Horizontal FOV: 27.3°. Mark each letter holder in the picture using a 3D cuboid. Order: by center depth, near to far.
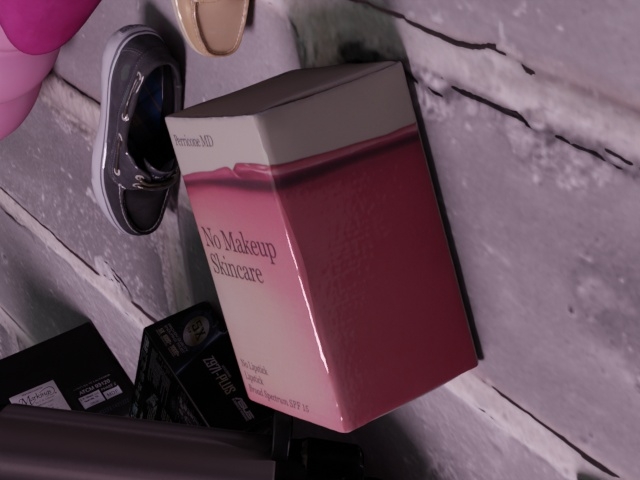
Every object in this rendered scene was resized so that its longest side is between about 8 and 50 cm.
[{"bbox_3d":[-0.388,0.272,1.637,0.152,0.301,0.214,50,148,28],"label":"letter holder"}]

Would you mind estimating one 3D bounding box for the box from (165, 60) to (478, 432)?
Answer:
[{"bbox_3d":[0.000,0.000,0.950,0.148,0.126,0.232,7,116,59],"label":"box"}]

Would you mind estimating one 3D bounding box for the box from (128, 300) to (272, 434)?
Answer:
[{"bbox_3d":[-0.121,0.175,1.339,0.147,0.077,0.180,53,149,24],"label":"box"}]

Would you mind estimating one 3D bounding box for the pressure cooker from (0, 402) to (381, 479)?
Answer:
[{"bbox_3d":[-0.127,0.342,1.118,0.370,0.420,0.376,99,177,-46],"label":"pressure cooker"}]

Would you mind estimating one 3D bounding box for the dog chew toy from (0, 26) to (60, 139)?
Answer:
[{"bbox_3d":[-0.361,-0.218,1.355,0.332,0.206,0.207,-29,85,55],"label":"dog chew toy"}]

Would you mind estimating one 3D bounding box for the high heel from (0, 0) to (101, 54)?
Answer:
[{"bbox_3d":[-0.121,-0.244,0.907,0.181,0.127,0.377,46,133,22],"label":"high heel"}]

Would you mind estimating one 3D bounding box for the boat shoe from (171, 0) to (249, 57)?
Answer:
[{"bbox_3d":[-0.077,-0.210,0.997,0.059,0.063,0.170,45,145,45],"label":"boat shoe"}]

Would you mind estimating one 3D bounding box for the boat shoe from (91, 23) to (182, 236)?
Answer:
[{"bbox_3d":[-0.160,-0.087,1.227,0.076,0.080,0.229,44,137,39],"label":"boat shoe"}]
